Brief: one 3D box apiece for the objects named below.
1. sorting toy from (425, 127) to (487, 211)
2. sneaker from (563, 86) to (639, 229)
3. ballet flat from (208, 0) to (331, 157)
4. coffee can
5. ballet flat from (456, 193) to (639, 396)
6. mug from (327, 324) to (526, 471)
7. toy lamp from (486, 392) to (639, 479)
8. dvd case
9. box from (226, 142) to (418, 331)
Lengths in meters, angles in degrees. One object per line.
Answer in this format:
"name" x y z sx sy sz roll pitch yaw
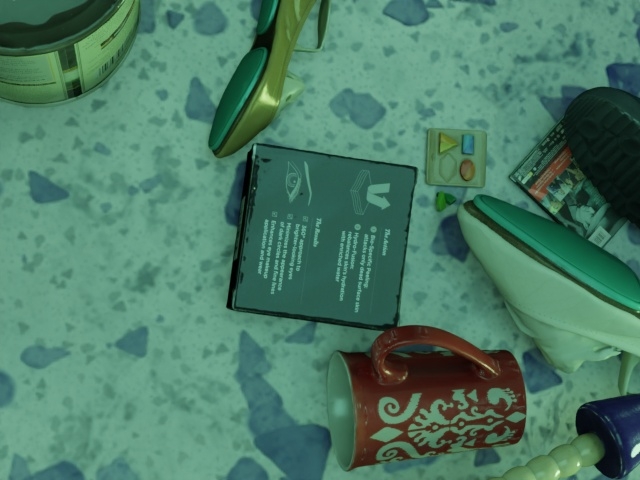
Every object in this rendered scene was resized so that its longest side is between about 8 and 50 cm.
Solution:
"sorting toy" 0.135 -0.069 1.350 0.062 0.012 0.083 3 86 -8
"sneaker" 0.378 -0.061 1.346 0.319 0.112 0.131 40 57 -11
"ballet flat" -0.036 -0.178 1.303 0.073 0.080 0.232 21 85 -22
"coffee can" -0.253 -0.233 1.171 0.202 0.275 0.201 1 86 -9
"ballet flat" 0.295 0.090 1.316 0.400 0.139 0.139 23 84 -7
"mug" 0.103 0.149 1.270 0.169 0.150 0.113 -2 71 -13
"toy lamp" 0.196 0.213 1.251 0.275 0.080 0.080 -20 90 -19
"dvd case" 0.259 -0.055 1.367 0.119 0.013 0.087 42 82 -3
"box" 0.000 0.000 1.286 0.158 0.093 0.156 8 85 -7
